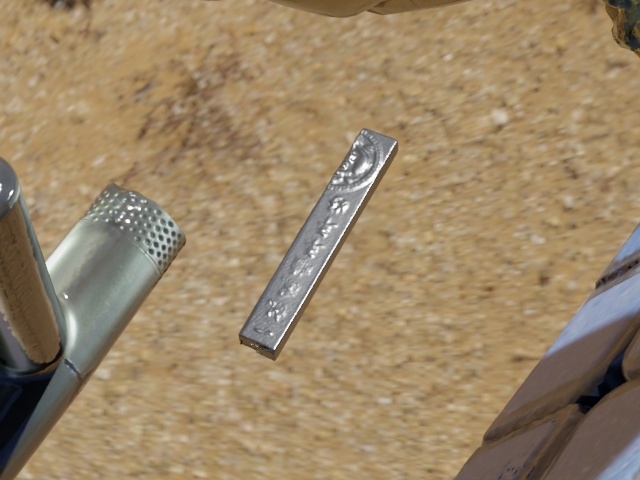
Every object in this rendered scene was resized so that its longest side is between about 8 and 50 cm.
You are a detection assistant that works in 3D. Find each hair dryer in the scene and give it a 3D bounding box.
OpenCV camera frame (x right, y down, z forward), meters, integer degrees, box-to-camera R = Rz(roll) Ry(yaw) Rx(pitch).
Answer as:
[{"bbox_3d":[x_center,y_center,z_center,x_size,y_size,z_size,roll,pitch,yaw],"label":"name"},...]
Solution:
[{"bbox_3d":[-0.216,0.070,0.974,0.156,0.284,0.320,23,75,29],"label":"hair dryer"}]

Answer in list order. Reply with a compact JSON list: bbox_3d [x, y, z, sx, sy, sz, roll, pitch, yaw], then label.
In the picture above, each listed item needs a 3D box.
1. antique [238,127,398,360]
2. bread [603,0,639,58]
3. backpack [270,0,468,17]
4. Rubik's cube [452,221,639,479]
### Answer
[{"bbox_3d":[0.000,0.000,1.298,0.031,0.015,0.192,22,62,16],"label":"antique"},{"bbox_3d":[0.090,-0.100,0.478,0.060,0.066,0.110,-9,52,0],"label":"bread"},{"bbox_3d":[-0.019,-0.234,0.411,0.201,0.378,0.353,1,118,-46],"label":"backpack"},{"bbox_3d":[0.252,0.111,0.694,0.304,0.305,0.301,43,59,-4],"label":"Rubik's cube"}]
